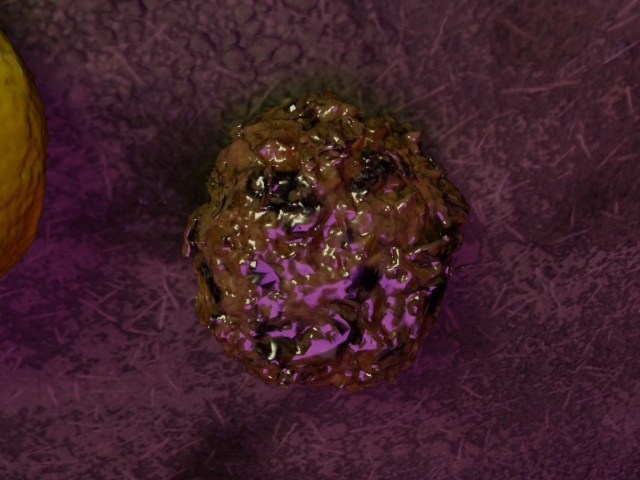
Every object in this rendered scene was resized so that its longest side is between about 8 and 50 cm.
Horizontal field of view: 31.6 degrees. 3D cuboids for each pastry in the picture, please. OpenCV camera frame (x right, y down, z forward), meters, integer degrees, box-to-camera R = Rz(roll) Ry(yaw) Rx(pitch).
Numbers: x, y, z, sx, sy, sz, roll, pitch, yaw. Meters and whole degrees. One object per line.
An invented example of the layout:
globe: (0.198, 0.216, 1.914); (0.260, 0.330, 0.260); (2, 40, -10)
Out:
pastry: (0.000, 0.000, 1.014); (0.274, 0.193, 0.275); (-3, 107, -10)

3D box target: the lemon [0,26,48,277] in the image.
lemon: (-0.319, -0.060, 0.766); (0.268, 0.268, 0.322); (19, 135, -33)
